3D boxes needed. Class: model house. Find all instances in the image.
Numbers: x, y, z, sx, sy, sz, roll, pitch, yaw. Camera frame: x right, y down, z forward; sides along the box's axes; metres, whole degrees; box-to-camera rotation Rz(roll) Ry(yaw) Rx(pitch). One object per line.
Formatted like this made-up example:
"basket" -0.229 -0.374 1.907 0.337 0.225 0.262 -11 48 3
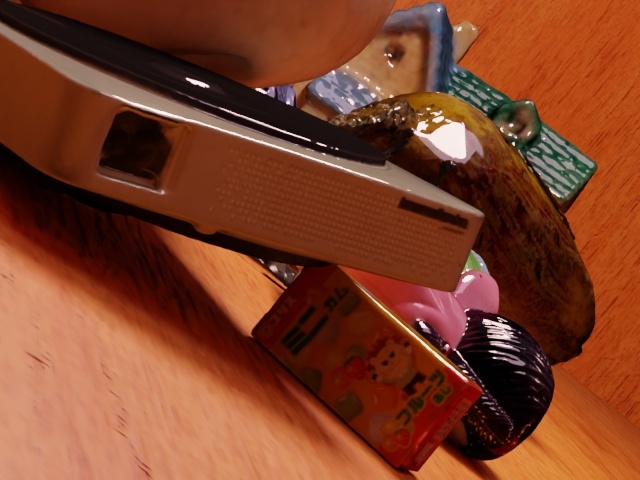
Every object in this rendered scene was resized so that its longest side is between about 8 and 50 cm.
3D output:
"model house" 0.144 -0.123 2.229 0.382 0.343 0.334 40 3 7

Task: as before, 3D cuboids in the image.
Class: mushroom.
"mushroom" -0.076 -0.246 1.152 0.353 0.325 0.353 61 -11 20

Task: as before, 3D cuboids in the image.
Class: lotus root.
"lotus root" 0.126 0.000 1.561 0.397 0.196 0.179 51 12 -40

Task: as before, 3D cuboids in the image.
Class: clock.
"clock" 0.080 0.053 1.201 0.195 0.100 0.194 49 15 -10

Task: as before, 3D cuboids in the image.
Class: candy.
"candy" 0.026 0.068 0.938 0.122 0.062 0.038 40 2 24

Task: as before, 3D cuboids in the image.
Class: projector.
"projector" -0.082 -0.053 0.904 0.257 0.079 0.259 17 10 -37

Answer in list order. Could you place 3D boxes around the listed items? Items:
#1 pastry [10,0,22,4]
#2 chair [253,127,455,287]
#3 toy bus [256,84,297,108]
"pastry" -0.237 -0.267 1.465 0.265 0.133 0.265 48 21 -25
"chair" 0.000 0.000 1.352 0.213 0.149 0.174 -6 20 -12
"toy bus" -0.088 -0.140 1.456 0.125 0.133 0.292 1 2 4
